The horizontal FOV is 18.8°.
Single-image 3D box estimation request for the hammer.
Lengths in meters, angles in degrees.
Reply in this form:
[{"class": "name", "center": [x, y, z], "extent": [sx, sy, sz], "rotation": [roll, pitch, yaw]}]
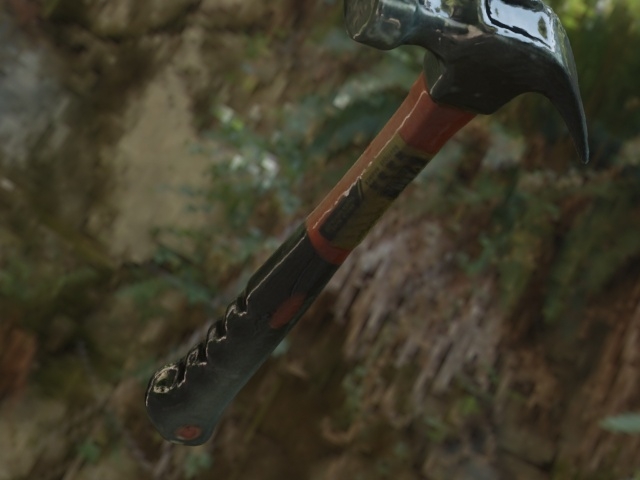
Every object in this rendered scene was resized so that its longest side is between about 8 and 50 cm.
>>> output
[{"class": "hammer", "center": [0.000, 0.001, 0.742], "extent": [0.111, 0.033, 0.287], "rotation": [13, -39, -26]}]
